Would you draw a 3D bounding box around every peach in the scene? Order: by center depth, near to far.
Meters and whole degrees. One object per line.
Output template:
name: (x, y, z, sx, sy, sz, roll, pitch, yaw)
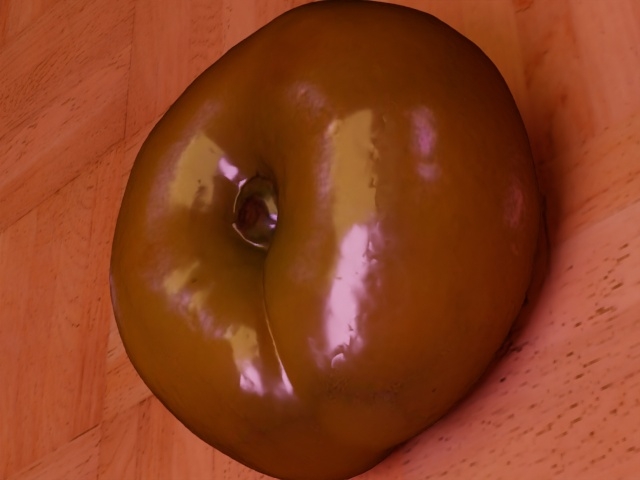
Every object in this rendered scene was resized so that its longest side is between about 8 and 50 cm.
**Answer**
peach: (0.000, 0.000, 0.735, 0.251, 0.153, 0.251, -13, 71, 42)
